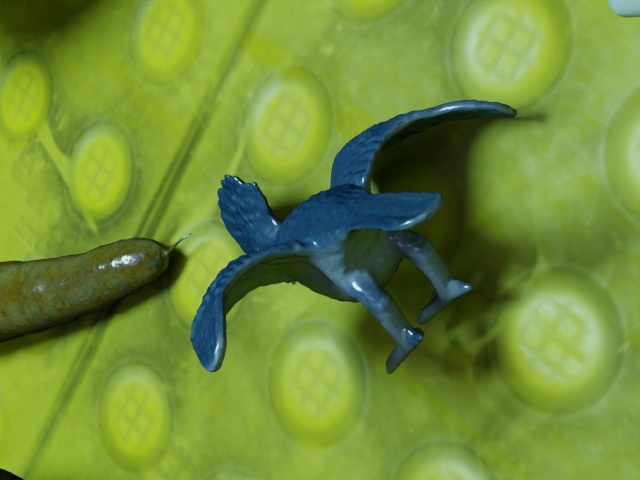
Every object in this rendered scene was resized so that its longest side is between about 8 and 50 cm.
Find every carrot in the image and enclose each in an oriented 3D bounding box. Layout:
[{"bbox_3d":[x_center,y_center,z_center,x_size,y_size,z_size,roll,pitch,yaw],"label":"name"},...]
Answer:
[{"bbox_3d":[-0.214,0.037,0.923,0.298,0.078,0.078,-14,77,33],"label":"carrot"}]

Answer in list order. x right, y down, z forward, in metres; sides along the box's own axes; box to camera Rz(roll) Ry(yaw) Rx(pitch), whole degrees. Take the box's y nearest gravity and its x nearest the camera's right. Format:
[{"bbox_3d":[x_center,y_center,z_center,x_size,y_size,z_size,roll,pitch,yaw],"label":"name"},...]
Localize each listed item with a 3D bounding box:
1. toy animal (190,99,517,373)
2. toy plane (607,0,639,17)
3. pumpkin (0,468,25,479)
[{"bbox_3d":[0.000,0.000,0.695,0.176,0.239,0.255,39,157,7],"label":"toy animal"},{"bbox_3d":[0.201,-0.221,0.561,0.244,0.117,0.245,-19,66,49],"label":"toy plane"},{"bbox_3d":[-0.263,0.270,0.868,0.260,0.189,0.260,19,130,25],"label":"pumpkin"}]
